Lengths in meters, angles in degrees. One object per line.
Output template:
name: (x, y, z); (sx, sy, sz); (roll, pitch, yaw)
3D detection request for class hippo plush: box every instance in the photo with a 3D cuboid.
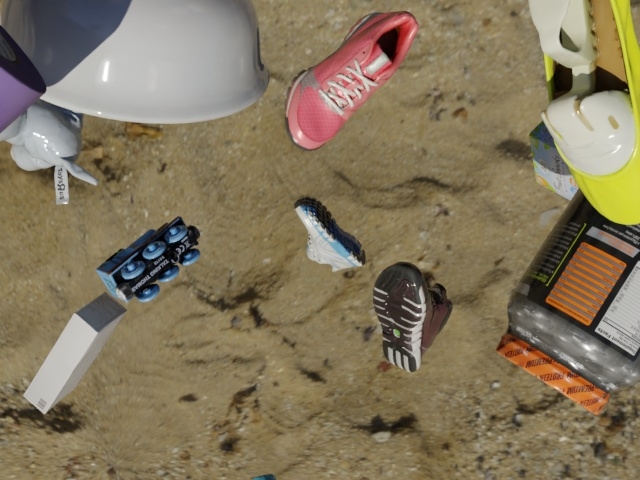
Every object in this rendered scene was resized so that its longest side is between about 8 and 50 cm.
hippo plush: (-0.590, -0.226, 1.470); (0.237, 0.234, 0.294); (15, 60, -48)

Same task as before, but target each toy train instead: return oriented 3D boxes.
toy train: (-0.292, 0.031, 1.338); (0.184, 0.105, 0.080); (-45, 129, -28)

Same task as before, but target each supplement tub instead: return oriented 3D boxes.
supplement tub: (0.401, 0.056, 1.075); (0.207, 0.207, 0.338); (33, 91, -4)

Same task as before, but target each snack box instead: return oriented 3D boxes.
snack box: (0.544, -0.146, 1.618); (0.070, 0.174, 0.207); (-44, 53, -10)

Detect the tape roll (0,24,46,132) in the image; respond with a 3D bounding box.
tape roll: (-0.302, -0.155, 0.573); (0.080, 0.189, 0.189); (-42, 88, 0)

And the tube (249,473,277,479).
tube: (-0.054, 0.431, 1.076); (0.080, 0.052, 0.207); (-25, 58, -1)

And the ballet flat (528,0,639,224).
ballet flat: (0.177, -0.116, 0.522); (0.077, 0.077, 0.231); (-21, 104, -42)

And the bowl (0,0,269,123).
bowl: (-0.190, -0.250, 0.807); (0.298, 0.134, 0.298); (10, 34, -7)

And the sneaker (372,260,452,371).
sneaker: (0.185, 0.108, 1.463); (0.106, 0.281, 0.162); (28, 53, 27)

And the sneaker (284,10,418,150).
sneaker: (0.054, -0.289, 1.330); (0.116, 0.136, 0.314); (43, 74, -21)

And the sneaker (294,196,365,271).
sneaker: (0.000, 0.000, 1.378); (0.190, 0.083, 0.071); (47, 29, -36)

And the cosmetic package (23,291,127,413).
cosmetic package: (-0.454, 0.207, 1.426); (0.060, 0.239, 0.099); (40, 27, 4)
